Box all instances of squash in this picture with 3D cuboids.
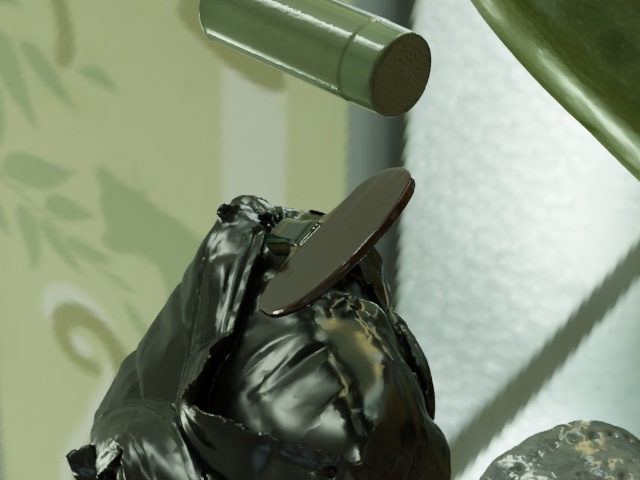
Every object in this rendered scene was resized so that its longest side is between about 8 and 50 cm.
[{"bbox_3d":[0.140,-0.123,0.882,0.132,0.247,0.132,-44,16,17],"label":"squash"}]

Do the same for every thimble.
[{"bbox_3d":[0.283,0.311,1.972,0.245,0.157,0.217,14,-67,-35],"label":"thimble"}]

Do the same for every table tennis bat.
[{"bbox_3d":[0.000,0.000,1.510,0.154,0.021,0.274,-47,11,-9],"label":"table tennis bat"}]

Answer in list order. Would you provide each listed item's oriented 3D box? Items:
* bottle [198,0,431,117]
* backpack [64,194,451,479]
[{"bbox_3d":[-0.006,-0.162,1.518,0.072,0.201,0.072,-26,-52,-37],"label":"bottle"},{"bbox_3d":[-0.048,0.170,1.655,0.254,0.446,0.363,26,-76,-28],"label":"backpack"}]
